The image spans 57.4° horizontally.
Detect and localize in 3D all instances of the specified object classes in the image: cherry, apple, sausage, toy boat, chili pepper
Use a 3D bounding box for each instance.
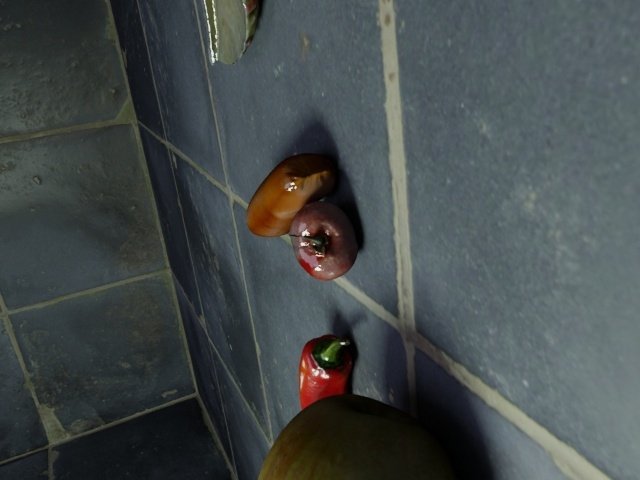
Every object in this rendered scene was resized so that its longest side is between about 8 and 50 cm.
[{"bbox_3d":[0.003,-0.006,0.790,0.126,0.087,0.106,-105,3,-64],"label":"cherry"},{"bbox_3d":[0.051,0.313,0.687,0.257,0.257,0.234,3,74,69],"label":"apple"},{"bbox_3d":[-0.057,-0.066,0.898,0.300,0.089,0.083,143,117,-68],"label":"sausage"},{"bbox_3d":[-0.152,-0.417,0.905,0.276,0.111,0.293,38,151,57],"label":"toy boat"},{"bbox_3d":[0.029,0.274,0.948,0.137,0.092,0.368,21,132,43],"label":"chili pepper"}]
